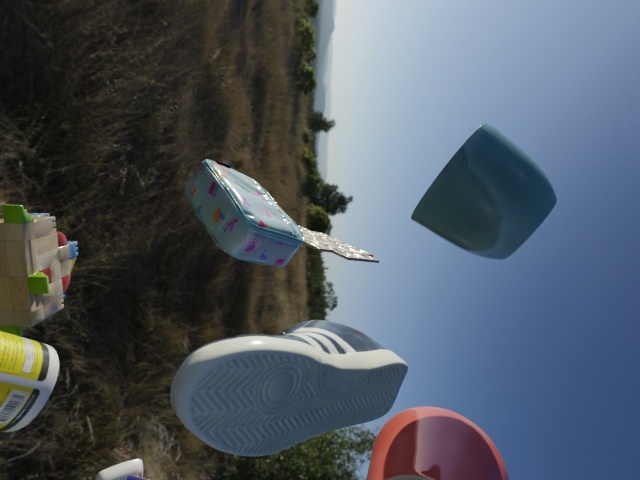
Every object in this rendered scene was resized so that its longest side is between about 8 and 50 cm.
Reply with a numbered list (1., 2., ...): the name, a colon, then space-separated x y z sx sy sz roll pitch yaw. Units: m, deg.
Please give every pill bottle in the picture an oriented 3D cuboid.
1. pill bottle: -0.720 0.249 0.779 0.334 0.188 0.188 45 41 -47

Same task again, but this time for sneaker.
1. sneaker: -0.040 0.162 0.516 0.350 0.148 0.131 22 95 -45

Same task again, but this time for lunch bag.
1. lunch bag: -0.173 -0.067 0.946 0.108 0.279 0.224 -51 146 17

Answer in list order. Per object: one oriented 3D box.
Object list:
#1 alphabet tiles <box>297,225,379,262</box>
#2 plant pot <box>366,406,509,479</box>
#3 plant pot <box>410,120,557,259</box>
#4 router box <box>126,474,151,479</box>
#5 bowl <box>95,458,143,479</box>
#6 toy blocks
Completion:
1. alphabet tiles: 0.000 0.000 1.233 0.285 0.342 0.011 9 102 -52
2. plant pot: 0.199 0.473 0.736 0.243 0.275 0.275 13 79 -67
3. plant pot: 0.403 -0.095 0.974 0.293 0.235 0.293 -47 166 -15
4. router box: -0.532 0.912 1.164 0.335 0.082 0.301 -71 151 -45
5. bowl: -0.634 0.781 1.284 0.053 0.142 0.142 32 -64 45
6. toy blocks: -0.833 0.069 1.204 0.261 0.191 0.381 -98 -170 -78
